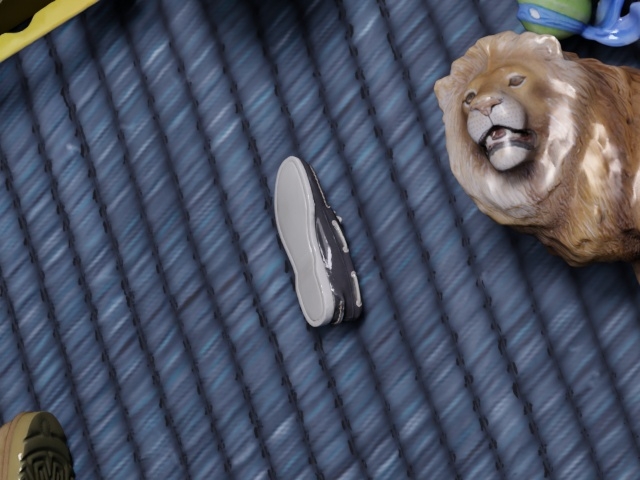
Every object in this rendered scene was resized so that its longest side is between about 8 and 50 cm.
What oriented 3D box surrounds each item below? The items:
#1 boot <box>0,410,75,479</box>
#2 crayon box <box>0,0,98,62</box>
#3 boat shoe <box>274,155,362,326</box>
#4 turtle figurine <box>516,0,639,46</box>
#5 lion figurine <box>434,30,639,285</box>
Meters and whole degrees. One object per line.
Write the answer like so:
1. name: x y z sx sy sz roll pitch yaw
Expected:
1. boot: -0.319 0.239 1.434 0.269 0.089 0.236 -1 81 18
2. crayon box: -0.271 -0.270 1.503 0.202 0.081 0.318 -30 74 10
3. boat shoe: 0.000 0.000 1.402 0.046 0.038 0.125 -41 59 51
4. turtle figurine: 0.145 -0.287 1.320 0.274 0.198 0.266 28 92 15
5. lion figurine: 0.285 -0.063 1.290 0.392 0.142 0.240 -16 71 1
